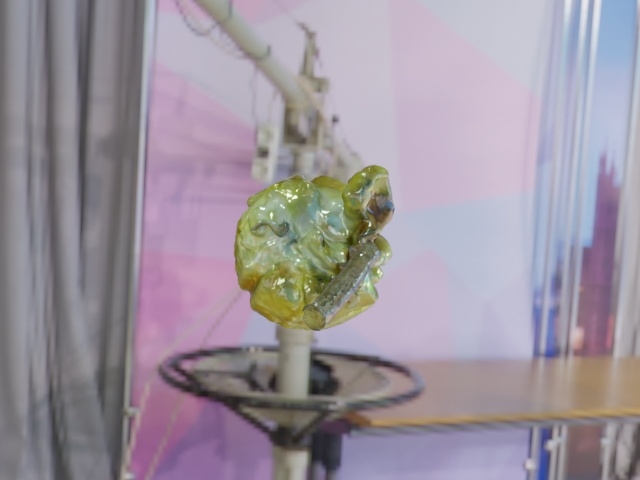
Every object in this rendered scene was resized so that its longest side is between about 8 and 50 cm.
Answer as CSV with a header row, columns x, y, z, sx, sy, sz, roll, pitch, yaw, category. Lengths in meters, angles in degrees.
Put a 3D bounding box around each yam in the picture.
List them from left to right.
x,y,z,sx,sy,sz,roll,pitch,yaw,category
0.025,0.036,1.220,0.027,0.033,0.129,21,43,19,yam

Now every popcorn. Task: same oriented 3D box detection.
x,y,z,sx,sy,sz,roll,pitch,yaw,category
0.000,0.000,1.496,0.212,0.198,0.198,-31,-11,29,popcorn
